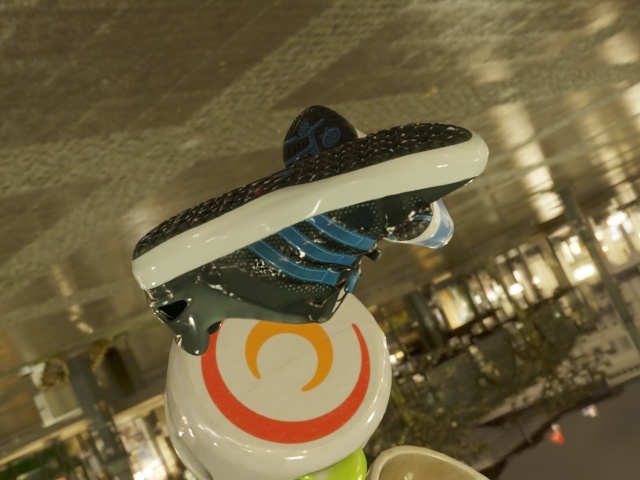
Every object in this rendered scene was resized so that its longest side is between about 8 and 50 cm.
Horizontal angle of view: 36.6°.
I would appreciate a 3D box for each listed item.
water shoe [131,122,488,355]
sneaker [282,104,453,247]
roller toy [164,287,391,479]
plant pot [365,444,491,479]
[{"bbox_3d":[0.000,0.000,0.522,0.203,0.080,0.073,-19,-163,17],"label":"water shoe"},{"bbox_3d":[0.040,-0.054,0.907,0.080,0.211,0.081,-52,142,9],"label":"sneaker"},{"bbox_3d":[-0.042,0.131,0.869,0.191,0.209,0.146,18,148,-1],"label":"roller toy"},{"bbox_3d":[0.105,0.460,1.085,0.305,0.334,0.334,-54,164,18],"label":"plant pot"}]
